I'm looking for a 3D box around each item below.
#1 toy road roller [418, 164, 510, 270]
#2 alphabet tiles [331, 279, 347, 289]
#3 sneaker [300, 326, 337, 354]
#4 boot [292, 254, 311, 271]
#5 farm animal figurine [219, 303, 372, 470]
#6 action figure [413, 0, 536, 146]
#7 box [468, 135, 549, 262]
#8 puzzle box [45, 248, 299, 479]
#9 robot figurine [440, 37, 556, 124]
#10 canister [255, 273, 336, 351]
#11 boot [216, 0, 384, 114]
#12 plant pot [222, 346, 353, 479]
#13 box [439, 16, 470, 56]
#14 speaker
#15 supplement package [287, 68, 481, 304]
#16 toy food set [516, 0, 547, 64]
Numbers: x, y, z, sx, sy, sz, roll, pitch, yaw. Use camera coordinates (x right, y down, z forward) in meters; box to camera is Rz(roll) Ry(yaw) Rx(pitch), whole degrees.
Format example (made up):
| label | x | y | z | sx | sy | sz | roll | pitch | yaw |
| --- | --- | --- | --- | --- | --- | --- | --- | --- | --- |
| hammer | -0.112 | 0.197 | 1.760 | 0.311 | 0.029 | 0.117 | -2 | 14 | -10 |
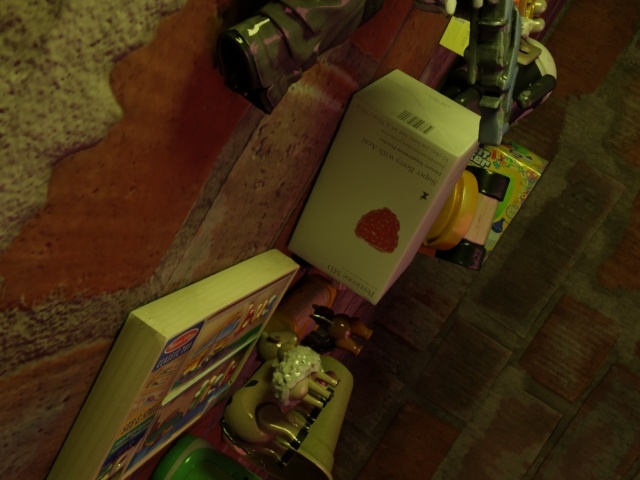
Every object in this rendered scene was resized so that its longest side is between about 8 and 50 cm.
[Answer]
| label | x | y | z | sx | sy | sz | roll | pitch | yaw |
| --- | --- | --- | --- | --- | --- | --- | --- | --- | --- |
| toy road roller | 0.195 | -0.083 | 1.462 | 0.329 | 0.241 | 0.202 | 24 | -84 | 61 |
| alphabet tiles | 0.084 | -0.037 | 1.430 | 0.278 | 0.021 | 0.284 | 33 | 76 | -81 |
| sneaker | -0.004 | 0.237 | 1.766 | 0.078 | 0.106 | 0.234 | -55 | 169 | -7 |
| boot | 0.000 | -0.001 | 1.280 | 0.121 | 0.045 | 0.099 | -58 | 166 | 6 |
| farm animal figurine | -0.072 | 0.249 | 1.242 | 0.330 | 0.172 | 0.327 | -61 | 173 | 26 |
| action figure | 0.168 | -0.294 | 0.854 | 0.330 | 0.179 | 0.341 | -29 | 125 | -59 |
| box | 0.357 | -0.140 | 1.800 | 0.279 | 0.290 | 0.177 | -63 | 167 | 25 |
| puzzle box | -0.173 | 0.163 | 0.953 | 0.272 | 0.052 | 0.409 | -61 | 169 | 17 |
| robot figurine | 0.393 | -0.335 | 1.611 | 0.278 | 0.209 | 0.173 | -34 | 158 | -18 |
| canister | -0.049 | 0.151 | 1.415 | 0.170 | 0.073 | 0.126 | -38 | 158 | -55 |
| boot | -0.015 | -0.198 | 0.560 | 0.161 | 0.083 | 0.246 | -49 | 166 | -13 |
| plant pot | -0.050 | 0.400 | 1.695 | 0.276 | 0.276 | 0.253 | 105 | 11 | -58 |
| box | 0.300 | -0.416 | 1.375 | 0.232 | 0.058 | 0.087 | -41 | 160 | -54 |
| speaker | -0.149 | 0.469 | 1.275 | 0.131 | 0.297 | 0.131 | -54 | 169 | -15 |
| supplement package | 0.102 | -0.082 | 1.131 | 0.175 | 0.178 | 0.293 | -43 | 162 | -53 |
| toy food set | 0.429 | -0.505 | 1.401 | 0.220 | 0.092 | 0.306 | -41 | 139 | -58 |
